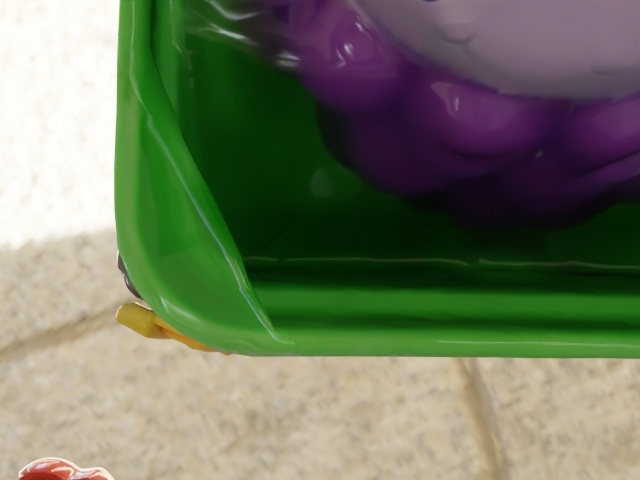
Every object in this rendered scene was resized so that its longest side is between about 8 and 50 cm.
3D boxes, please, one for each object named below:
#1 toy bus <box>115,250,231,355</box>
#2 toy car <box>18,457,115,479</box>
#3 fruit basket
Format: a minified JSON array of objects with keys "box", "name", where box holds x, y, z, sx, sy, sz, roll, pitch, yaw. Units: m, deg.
[{"box":[0.000,0.000,1.184,0.211,0.149,0.220,30,102,17],"name":"toy bus"},{"box":[-0.114,0.267,1.413,0.053,0.225,0.239,-46,54,4],"name":"toy car"},{"box":[0.139,-0.113,0.399,0.392,0.392,0.283,-2,83,23],"name":"fruit basket"}]
